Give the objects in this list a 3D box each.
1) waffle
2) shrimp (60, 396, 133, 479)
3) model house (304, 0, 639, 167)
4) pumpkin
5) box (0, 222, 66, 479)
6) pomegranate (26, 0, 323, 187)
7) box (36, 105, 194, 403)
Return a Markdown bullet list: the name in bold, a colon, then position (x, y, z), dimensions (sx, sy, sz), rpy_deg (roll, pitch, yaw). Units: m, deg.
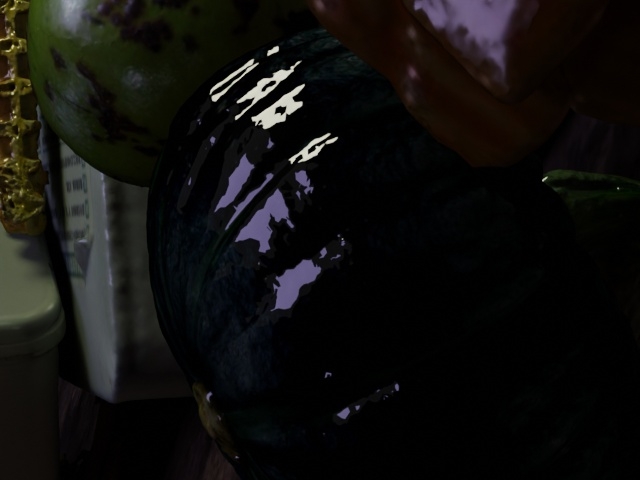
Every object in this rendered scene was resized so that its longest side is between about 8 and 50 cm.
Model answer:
- **waffle**: position (-0.221, -0.102, 1.407), dimensions (0.160, 0.046, 0.192), rpy_deg (108, 154, -53)
- **shrimp**: position (-0.208, 0.186, 1.715), dimensions (0.290, 0.054, 0.222), rpy_deg (-161, 86, -75)
- **model house**: position (0.082, -0.141, 0.409), dimensions (0.199, 0.229, 0.219), rpy_deg (110, 168, -47)
- **pumpkin**: position (0.020, 0.023, 0.609), dimensions (0.150, 0.194, 0.194), rpy_deg (-48, -3, -30)
- **box**: position (-0.302, 0.112, 1.557), dimensions (0.352, 0.177, 0.343), rpy_deg (-116, 23, -56)
- **pomegranate**: position (-0.057, -0.105, 1.136), dimensions (0.211, 0.263, 0.211), rpy_deg (-33, -9, -6)
- **box**: position (-0.152, -0.081, 1.457), dimensions (0.396, 0.111, 0.396), rpy_deg (-179, 85, -77)
